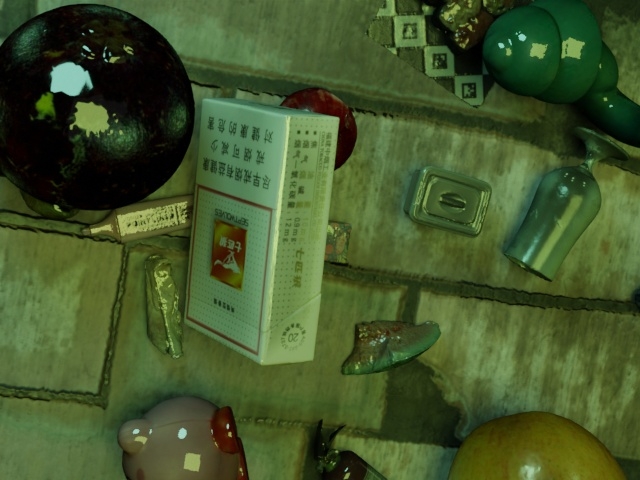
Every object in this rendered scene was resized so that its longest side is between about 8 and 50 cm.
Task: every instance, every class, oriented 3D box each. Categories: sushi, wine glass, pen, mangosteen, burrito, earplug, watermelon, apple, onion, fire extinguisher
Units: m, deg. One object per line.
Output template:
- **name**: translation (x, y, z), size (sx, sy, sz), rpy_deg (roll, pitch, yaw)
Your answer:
- **sushi**: translation (0.219, -0.351, 1.654), size (0.220, 0.047, 0.231), rpy_deg (31, 87, -18)
- **wine glass**: translation (0.378, -0.054, 1.709), size (0.103, 0.103, 0.231), rpy_deg (31, 91, -18)
- **pen**: translation (-0.241, -0.032, 1.558), size (0.197, 0.032, 0.053), rpy_deg (-13, 100, -17)
- **mangosteen**: translation (-0.301, -0.159, 1.415), size (0.288, 0.288, 0.288), rpy_deg (-2, 97, -17)
- **burrito**: translation (-0.225, 0.094, 1.570), size (0.041, 0.055, 0.149), rpy_deg (-13, 101, -45)
- **earplug**: translation (0.364, -0.241, 1.632), size (0.280, 0.164, 0.257), rpy_deg (1, 74, -28)
- **watermelon**: translation (0.121, 0.160, 1.671), size (0.155, 0.101, 0.080), rpy_deg (-1, 85, -26)
- **apple**: translation (0.331, 0.406, 1.659), size (0.299, 0.299, 0.275), rpy_deg (0, 68, -17)
- **onion**: translation (-0.010, -0.154, 1.567), size (0.131, 0.131, 0.131), rpy_deg (-2, 97, -17)
- **fire extinguisher**: translation (0.069, 0.368, 1.685), size (0.231, 0.071, 0.099), rpy_deg (43, 55, -15)

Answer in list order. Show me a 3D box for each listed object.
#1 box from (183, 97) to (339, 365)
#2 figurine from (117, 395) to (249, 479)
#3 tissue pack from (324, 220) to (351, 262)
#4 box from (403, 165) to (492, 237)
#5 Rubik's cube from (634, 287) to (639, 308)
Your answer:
- **box**: translation (-0.087, -0.018, 1.493), size (0.095, 0.210, 0.330), rpy_deg (0, 102, -37)
- **figurine**: translation (-0.194, 0.302, 1.542), size (0.173, 0.173, 0.173), rpy_deg (-2, 97, -17)
- **tissue pack**: translation (0.000, 0.000, 1.634), size (0.083, 0.035, 0.063), rpy_deg (7, 94, -19)
- **box**: translation (0.189, -0.060, 1.670), size (0.122, 0.062, 0.089), rpy_deg (15, 92, -19)
- **Rubik's cube**: translation (0.777, 0.110, 1.716), size (0.362, 0.363, 0.359), rpy_deg (-42, 102, -5)
